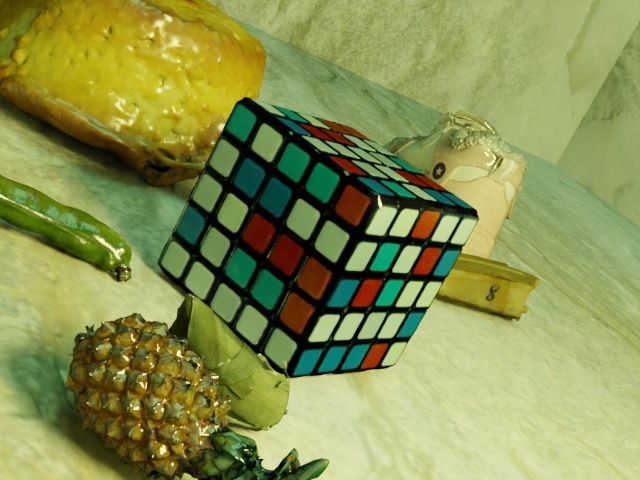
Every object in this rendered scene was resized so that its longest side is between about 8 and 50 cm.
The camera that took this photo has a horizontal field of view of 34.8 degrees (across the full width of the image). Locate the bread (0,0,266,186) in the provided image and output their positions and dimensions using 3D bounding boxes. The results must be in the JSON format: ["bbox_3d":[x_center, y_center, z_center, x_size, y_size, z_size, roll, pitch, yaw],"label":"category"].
[{"bbox_3d":[-0.230,-0.221,1.224,0.336,0.204,0.358,10,25,-36],"label":"bread"}]

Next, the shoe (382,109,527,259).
[{"bbox_3d":[0.199,-0.097,1.545,0.171,0.198,0.351,22,18,-26],"label":"shoe"}]

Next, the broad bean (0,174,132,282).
[{"bbox_3d":[-0.269,-0.031,0.838,0.256,0.052,0.053,24,57,-22],"label":"broad bean"}]

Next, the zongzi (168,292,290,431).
[{"bbox_3d":[-0.058,0.086,0.703,0.109,0.119,0.055,27,56,-8],"label":"zongzi"}]

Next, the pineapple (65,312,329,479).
[{"bbox_3d":[-0.079,0.114,0.605,0.221,0.083,0.103,37,-24,30],"label":"pineapple"}]

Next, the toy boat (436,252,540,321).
[{"bbox_3d":[0.190,0.051,1.316,0.226,0.068,0.088,14,16,-33],"label":"toy boat"}]

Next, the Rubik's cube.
[{"bbox_3d":[0.000,0.000,0.932,0.187,0.182,0.184,37,17,29],"label":"Rubik's cube"}]
